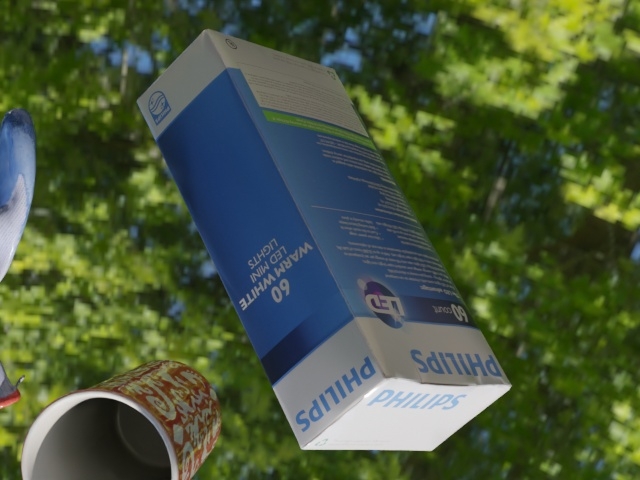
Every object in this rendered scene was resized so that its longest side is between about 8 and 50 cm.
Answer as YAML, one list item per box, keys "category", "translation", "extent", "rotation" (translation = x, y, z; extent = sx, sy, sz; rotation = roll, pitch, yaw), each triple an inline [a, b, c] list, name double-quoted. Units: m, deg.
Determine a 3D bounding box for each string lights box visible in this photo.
- category: "string lights box"
  translation: [0.000, 0.000, 0.965]
  extent: [0.133, 0.077, 0.260]
  rotation: [11, -135, -51]

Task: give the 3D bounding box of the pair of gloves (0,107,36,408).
- category: "pair of gloves"
  translation: [-0.192, 0.003, 0.561]
  extent: [0.198, 0.159, 0.023]
  rotation: [-10, -166, 6]

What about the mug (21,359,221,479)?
- category: "mug"
  translation: [-0.155, 0.147, 1.161]
  extent: [0.150, 0.113, 0.169]
  rotation: [1, -173, 11]
